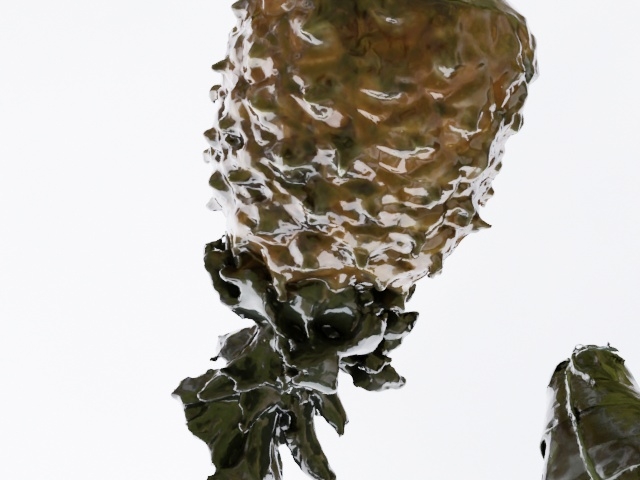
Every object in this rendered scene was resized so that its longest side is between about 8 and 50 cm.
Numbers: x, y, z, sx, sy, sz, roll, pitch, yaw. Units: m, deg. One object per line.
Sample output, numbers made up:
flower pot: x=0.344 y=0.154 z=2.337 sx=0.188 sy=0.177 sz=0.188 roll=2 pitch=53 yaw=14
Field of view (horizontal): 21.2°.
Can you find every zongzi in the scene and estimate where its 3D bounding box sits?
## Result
zongzi: x=0.159 y=0.087 z=0.836 sx=0.055 sy=0.119 sz=0.109 roll=31 pitch=-132 yaw=-28

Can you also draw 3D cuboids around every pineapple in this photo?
pineapple: x=0.000 y=0.000 z=0.566 sx=0.108 sy=0.197 sz=0.108 roll=17 pitch=-162 yaw=-6
